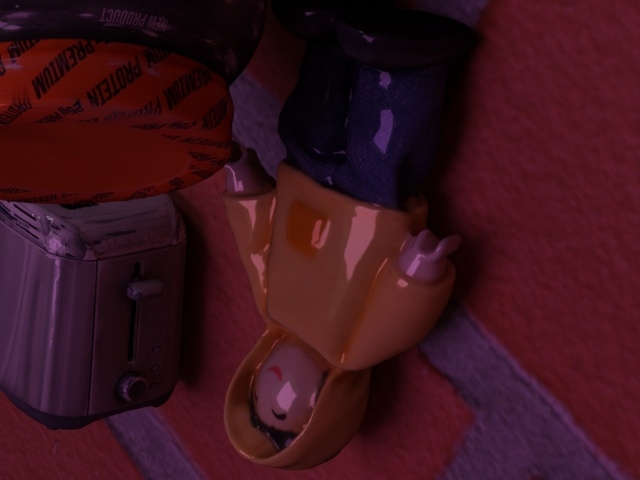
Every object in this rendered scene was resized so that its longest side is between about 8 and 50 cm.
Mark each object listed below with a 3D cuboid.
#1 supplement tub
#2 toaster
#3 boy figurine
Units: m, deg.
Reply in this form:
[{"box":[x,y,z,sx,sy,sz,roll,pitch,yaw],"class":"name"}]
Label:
[{"box":[-0.134,-0.202,0.750,0.207,0.207,0.338,-20,68,49],"class":"supplement tub"},{"box":[-0.186,0.017,1.001,0.227,0.129,0.147,33,121,40],"class":"toaster"},{"box":[0.000,0.000,0.814,0.177,0.092,0.285,32,121,35],"class":"boy figurine"}]
